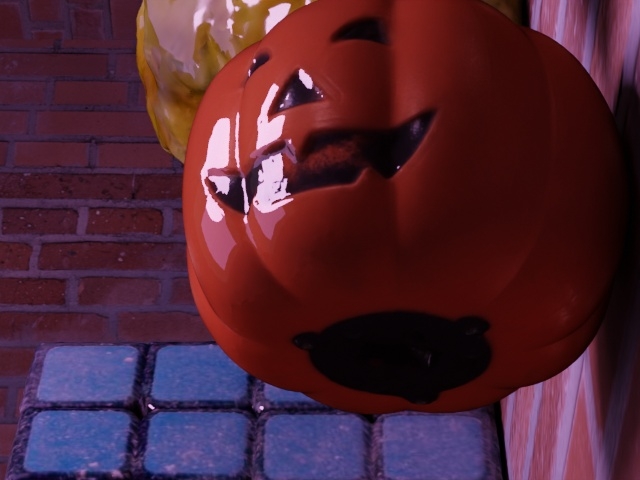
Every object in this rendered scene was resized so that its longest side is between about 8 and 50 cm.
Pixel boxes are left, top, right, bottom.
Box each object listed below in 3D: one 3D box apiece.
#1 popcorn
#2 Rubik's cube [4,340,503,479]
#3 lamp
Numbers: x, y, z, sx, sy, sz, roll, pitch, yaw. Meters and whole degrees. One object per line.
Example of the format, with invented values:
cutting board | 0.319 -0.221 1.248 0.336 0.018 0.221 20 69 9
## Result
popcorn | 0.005 -0.094 1.240 0.276 0.225 0.276 27 122 54
Rubik's cube | -0.044 0.295 1.337 0.344 0.337 0.344 -92 2 -58
lamp | 0.034 -0.021 0.803 0.187 0.188 0.164 91 180 -57
